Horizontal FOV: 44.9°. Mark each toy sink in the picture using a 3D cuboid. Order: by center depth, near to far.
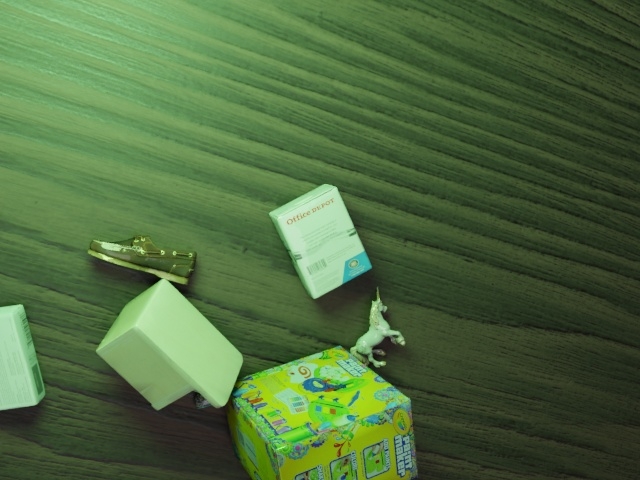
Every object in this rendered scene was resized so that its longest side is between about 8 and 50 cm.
[{"bbox_3d":[-0.286,0.221,1.489,0.131,0.153,0.234,-33,111,28],"label":"toy sink"}]

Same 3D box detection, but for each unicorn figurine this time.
[{"bbox_3d":[0.125,0.202,1.673,0.111,0.060,0.162,38,88,-20],"label":"unicorn figurine"}]

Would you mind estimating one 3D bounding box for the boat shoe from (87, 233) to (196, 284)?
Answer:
[{"bbox_3d":[-0.342,0.024,1.499,0.207,0.073,0.073,17,94,-26],"label":"boat shoe"}]

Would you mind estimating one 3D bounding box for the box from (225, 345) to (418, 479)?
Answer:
[{"bbox_3d":[-0.006,0.370,1.520,0.279,0.290,0.177,-15,109,-22],"label":"box"}]

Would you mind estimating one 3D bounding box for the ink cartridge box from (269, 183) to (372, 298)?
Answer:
[{"bbox_3d":[0.000,0.000,1.587,0.139,0.082,0.191,-28,105,-10],"label":"ink cartridge box"}]

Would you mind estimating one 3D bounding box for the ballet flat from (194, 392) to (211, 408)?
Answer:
[{"bbox_3d":[-0.206,0.322,1.612,0.114,0.041,0.041,-7,102,-16],"label":"ballet flat"}]

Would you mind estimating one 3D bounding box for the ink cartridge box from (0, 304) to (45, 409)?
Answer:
[{"bbox_3d":[-0.660,0.232,1.466,0.232,0.066,0.189,-8,104,7],"label":"ink cartridge box"}]
